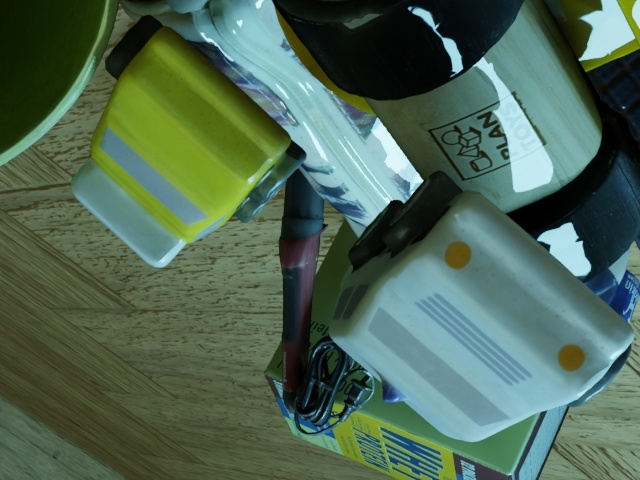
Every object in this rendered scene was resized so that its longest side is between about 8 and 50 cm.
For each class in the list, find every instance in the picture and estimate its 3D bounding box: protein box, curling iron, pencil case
[{"bbox_3d":[0.097,0.077,1.149,0.199,0.201,0.136,21,158,18],"label":"protein box"},{"bbox_3d":[0.000,0.000,1.054,0.068,0.274,0.035,-3,179,15],"label":"curling iron"},{"bbox_3d":[0.046,-0.073,0.887,0.160,0.183,0.410,-22,135,22],"label":"pencil case"}]

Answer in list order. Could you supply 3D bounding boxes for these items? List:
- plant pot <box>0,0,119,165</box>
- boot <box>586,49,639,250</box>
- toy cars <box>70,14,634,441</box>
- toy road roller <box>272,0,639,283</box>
[{"bbox_3d":[-0.247,-0.212,0.746,0.274,0.293,0.275,-7,133,-7],"label":"plant pot"},{"bbox_3d":[0.197,-0.041,0.909,0.219,0.082,0.106,53,166,-16],"label":"boot"},{"bbox_3d":[-0.015,0.002,0.675,0.393,0.087,0.176,32,168,46],"label":"toy cars"},{"bbox_3d":[0.132,-0.157,0.634,0.329,0.241,0.202,-24,137,17],"label":"toy road roller"}]
